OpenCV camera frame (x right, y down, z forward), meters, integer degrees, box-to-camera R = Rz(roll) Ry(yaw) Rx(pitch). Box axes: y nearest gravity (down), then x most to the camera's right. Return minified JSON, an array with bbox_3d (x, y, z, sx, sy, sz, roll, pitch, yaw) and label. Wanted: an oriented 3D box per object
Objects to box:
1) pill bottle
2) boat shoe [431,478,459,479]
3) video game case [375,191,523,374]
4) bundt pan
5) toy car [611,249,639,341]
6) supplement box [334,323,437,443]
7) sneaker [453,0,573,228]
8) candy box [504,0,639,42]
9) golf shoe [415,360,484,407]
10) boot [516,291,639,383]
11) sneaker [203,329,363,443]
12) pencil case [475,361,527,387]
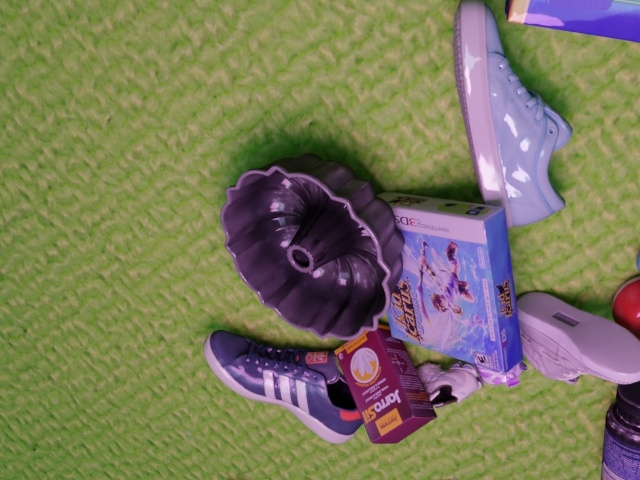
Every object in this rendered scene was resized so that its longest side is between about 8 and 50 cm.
[{"bbox_3d":[0.569,0.359,1.209,0.122,0.123,0.219,-1,115,13],"label":"pill bottle"},{"bbox_3d":[0.243,0.520,1.406,0.100,0.035,0.035,-13,111,17],"label":"boat shoe"},{"bbox_3d":[0.199,0.064,1.115,0.244,0.061,0.269,13,123,49],"label":"video game case"},{"bbox_3d":[0.000,0.000,1.128,0.331,0.124,0.331,22,132,26],"label":"bundt pan"},{"bbox_3d":[0.576,0.156,1.048,0.210,0.238,0.219,10,117,8],"label":"toy car"},{"bbox_3d":[0.115,0.258,1.227,0.104,0.188,0.081,-40,144,26],"label":"supplement box"},{"bbox_3d":[0.292,-0.191,1.022,0.150,0.135,0.366,-13,120,10],"label":"sneaker"},{"bbox_3d":[0.429,-0.404,0.886,0.317,0.122,0.268,12,117,8],"label":"candy box"},{"bbox_3d":[0.208,0.269,1.245,0.176,0.086,0.069,-27,97,51],"label":"golf shoe"},{"bbox_3d":[0.425,0.187,1.114,0.095,0.258,0.123,-24,119,-15],"label":"boot"},{"bbox_3d":[-0.048,0.244,1.296,0.350,0.131,0.148,31,119,-14],"label":"sneaker"},{"bbox_3d":[0.294,0.160,1.196,0.086,0.088,0.206,-24,107,2],"label":"pencil case"}]
